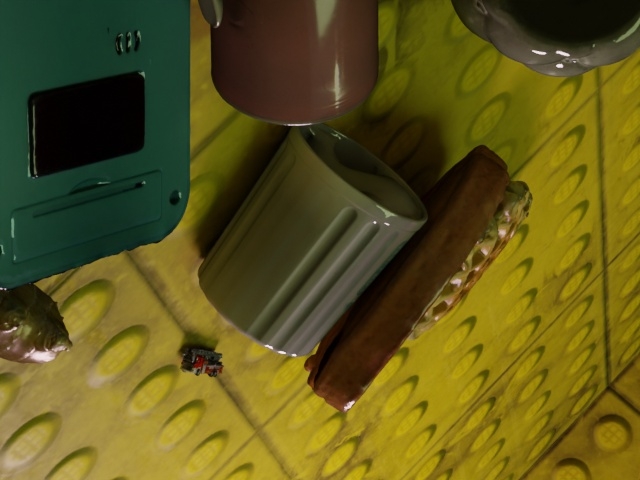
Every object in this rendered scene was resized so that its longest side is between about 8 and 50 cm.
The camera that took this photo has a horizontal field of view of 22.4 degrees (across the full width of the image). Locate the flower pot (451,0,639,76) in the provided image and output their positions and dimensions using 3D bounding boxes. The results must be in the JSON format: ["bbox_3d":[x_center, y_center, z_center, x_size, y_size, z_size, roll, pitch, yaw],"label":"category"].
[{"bbox_3d":[0.240,-0.282,1.575,0.246,0.246,0.195,-54,-172,13],"label":"flower pot"}]

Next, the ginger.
[{"bbox_3d":[-0.276,0.055,1.341,0.081,0.115,0.205,-35,155,8],"label":"ginger"}]

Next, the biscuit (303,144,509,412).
[{"bbox_3d":[0.098,0.036,1.852,0.350,0.078,0.455,-50,180,-5],"label":"biscuit"}]

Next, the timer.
[{"bbox_3d":[-0.205,-0.107,1.252,0.232,0.091,0.250,-19,121,-48],"label":"timer"}]

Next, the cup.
[{"bbox_3d":[0.005,0.008,1.679,0.221,0.167,0.202,23,112,-41],"label":"cup"}]

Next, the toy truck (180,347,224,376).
[{"bbox_3d":[-0.135,0.137,1.829,0.083,0.024,0.032,14,92,-66],"label":"toy truck"}]

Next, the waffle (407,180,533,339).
[{"bbox_3d":[0.190,0.029,2.131,0.261,0.056,0.250,-50,172,10],"label":"waffle"}]

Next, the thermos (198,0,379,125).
[{"bbox_3d":[-0.032,-0.231,1.304,0.176,0.146,0.265,-37,146,-28],"label":"thermos"}]
